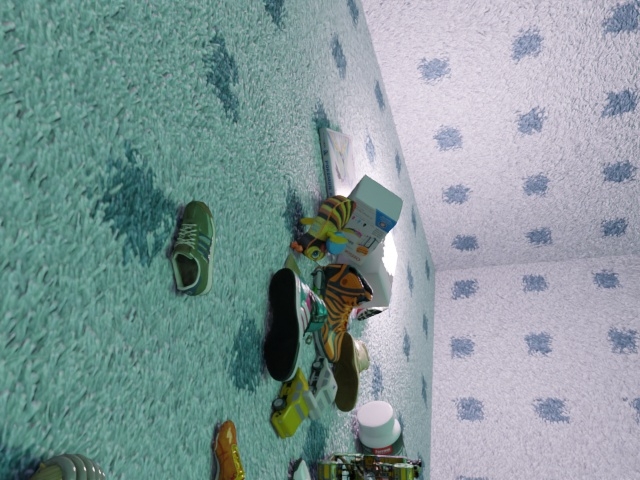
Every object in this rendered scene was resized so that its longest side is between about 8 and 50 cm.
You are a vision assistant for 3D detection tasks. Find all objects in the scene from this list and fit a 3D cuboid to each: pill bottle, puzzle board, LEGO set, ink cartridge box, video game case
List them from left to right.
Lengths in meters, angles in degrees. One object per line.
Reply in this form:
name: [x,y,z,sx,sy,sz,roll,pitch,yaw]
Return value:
puzzle board: [-0.076,0.115,1.516,0.096,0.011,0.128,-74,146,-53]
video game case: [0.082,-0.277,2.034,0.329,0.036,0.300,-16,98,-69]
ink cartridge box: [0.145,-0.069,1.794,0.171,0.233,0.168,33,37,-6]
LEGO set: [0.141,0.752,1.533,0.255,0.331,0.192,86,4,-77]
pill bottle: [0.232,0.760,1.940,0.161,0.161,0.283,-58,137,-59]

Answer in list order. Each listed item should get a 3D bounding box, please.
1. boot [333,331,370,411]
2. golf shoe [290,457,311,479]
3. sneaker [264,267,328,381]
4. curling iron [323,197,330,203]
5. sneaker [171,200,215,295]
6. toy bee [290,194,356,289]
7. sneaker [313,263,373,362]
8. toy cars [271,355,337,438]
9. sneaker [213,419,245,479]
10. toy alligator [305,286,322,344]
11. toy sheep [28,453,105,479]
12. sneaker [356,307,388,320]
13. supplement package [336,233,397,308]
boot: [0.113,0.466,1.815,0.203,0.095,0.262,42,41,-62]
golf shoe: [-0.027,0.680,1.373,0.077,0.094,0.198,6,77,-68]
sneaker: [-0.061,0.239,1.388,0.178,0.123,0.296,37,48,-51]
curling iron: [0.009,-0.048,1.769,0.274,0.035,0.068,-74,150,-46]
sneaker: [-0.252,0.014,1.010,0.086,0.064,0.192,6,81,-74]
toy bee: [0.000,0.000,1.561,0.162,0.195,0.298,11,83,-43]
sneaker: [0.077,0.229,1.658,0.124,0.180,0.321,17,68,-68]
toy cars: [-0.021,0.435,1.469,0.393,0.087,0.176,14,71,-68]
sneaker: [-0.182,0.462,1.061,0.064,0.067,0.175,30,55,-63]
toy alligator: [-0.032,0.215,1.549,0.051,0.056,0.190,57,33,-50]
toy sheep: [-0.332,0.328,0.680,0.132,0.091,0.091,60,30,-57]
sneaker: [0.197,0.256,2.134,0.118,0.107,0.279,67,16,8]
supplement package: [0.176,0.097,1.969,0.293,0.177,0.175,-71,148,-49]
